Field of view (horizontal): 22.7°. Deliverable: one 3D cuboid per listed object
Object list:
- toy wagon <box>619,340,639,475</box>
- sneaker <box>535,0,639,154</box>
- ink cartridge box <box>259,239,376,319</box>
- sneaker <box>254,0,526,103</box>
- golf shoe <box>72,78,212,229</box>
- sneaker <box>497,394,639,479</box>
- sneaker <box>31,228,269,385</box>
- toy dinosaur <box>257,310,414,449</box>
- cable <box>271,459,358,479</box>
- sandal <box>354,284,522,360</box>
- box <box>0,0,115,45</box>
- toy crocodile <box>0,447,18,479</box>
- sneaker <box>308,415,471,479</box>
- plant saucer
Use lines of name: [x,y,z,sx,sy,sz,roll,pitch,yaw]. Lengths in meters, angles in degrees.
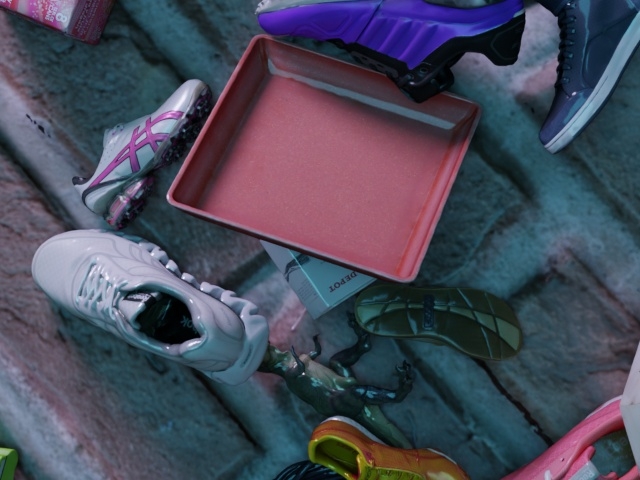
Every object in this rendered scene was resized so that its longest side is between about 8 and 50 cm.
toy wagon: [0.436,0.200,1.559,0.344,0.068,0.267,35,63,-24]
sneaker: [0.242,-0.216,1.629,0.163,0.086,0.226,32,84,-3]
ink cartridge box: [0.000,0.000,1.666,0.099,0.056,0.135,-31,84,-26]
sneaker: [0.072,-0.209,1.642,0.293,0.102,0.146,-3,110,26]
golf shoe: [-0.192,-0.105,1.709,0.086,0.067,0.186,40,95,8]
sneaker: [0.231,0.250,1.578,0.314,0.136,0.116,-40,76,-9]
sneaker: [-0.195,0.058,1.662,0.292,0.118,0.110,21,94,28]
toy dinosaur: [0.035,0.153,1.678,0.268,0.064,0.118,38,112,4]
cable: [-0.006,0.312,1.686,0.184,0.047,0.150,-37,84,9]
sandal: [0.123,0.084,1.668,0.180,0.049,0.072,8,75,-4]
box: [-0.260,-0.351,1.693,0.128,0.122,0.257,23,93,8]
toy crocodile: [-0.387,0.383,1.697,0.115,0.105,0.341,-1,67,21]
sneaker: [0.069,0.237,1.631,0.175,0.067,0.064,16,118,12]
plant saucer: [0.008,-0.078,1.631,0.259,0.048,0.258,18,52,9]
